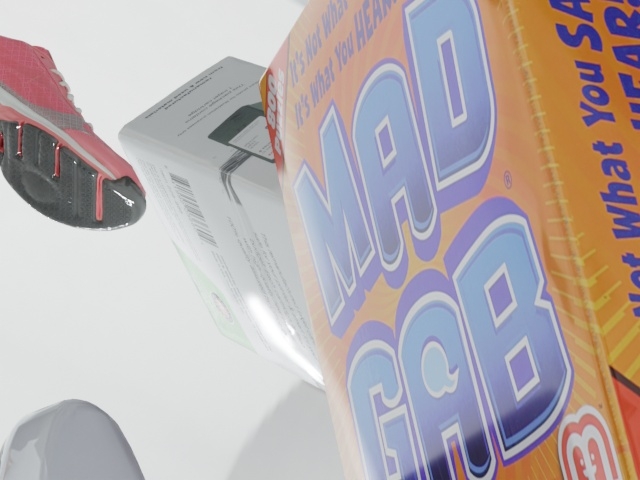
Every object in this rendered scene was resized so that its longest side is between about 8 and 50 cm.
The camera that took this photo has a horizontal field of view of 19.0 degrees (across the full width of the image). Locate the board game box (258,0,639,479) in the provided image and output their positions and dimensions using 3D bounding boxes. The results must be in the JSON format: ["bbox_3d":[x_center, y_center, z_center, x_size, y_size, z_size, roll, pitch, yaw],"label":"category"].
[{"bbox_3d":[0.210,-0.007,1.000,0.356,0.357,0.356,-8,164,-19],"label":"board game box"}]

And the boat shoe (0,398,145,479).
[{"bbox_3d":[-0.114,0.210,0.714,0.102,0.301,0.108,-13,159,22],"label":"boat shoe"}]

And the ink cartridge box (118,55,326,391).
[{"bbox_3d":[0.000,0.000,1.419,0.289,0.121,0.211,24,145,54],"label":"ink cartridge box"}]

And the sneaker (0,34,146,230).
[{"bbox_3d":[-0.283,-0.134,1.875,0.313,0.136,0.116,33,144,10],"label":"sneaker"}]
